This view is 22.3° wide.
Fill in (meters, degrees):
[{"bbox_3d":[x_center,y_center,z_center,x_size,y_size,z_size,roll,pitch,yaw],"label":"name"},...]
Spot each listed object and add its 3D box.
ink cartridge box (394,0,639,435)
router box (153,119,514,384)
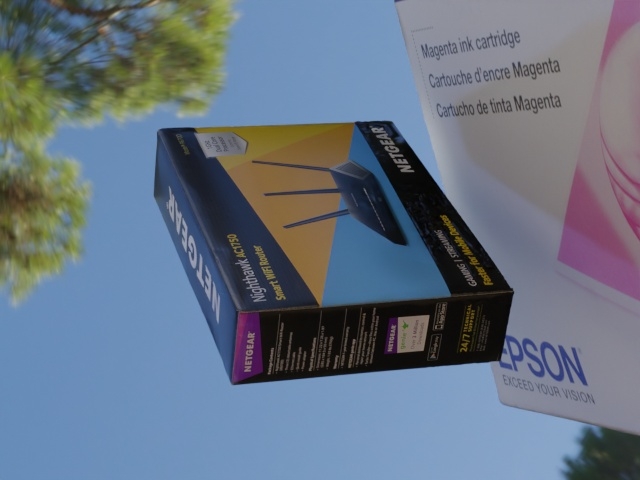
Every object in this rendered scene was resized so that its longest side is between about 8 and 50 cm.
[{"bbox_3d":[0.143,-0.065,0.758,0.071,0.324,0.330,-20,-82,-21],"label":"ink cartridge box"},{"bbox_3d":[0.000,0.000,0.803,0.133,0.179,0.046,-4,-59,-17],"label":"router box"}]
